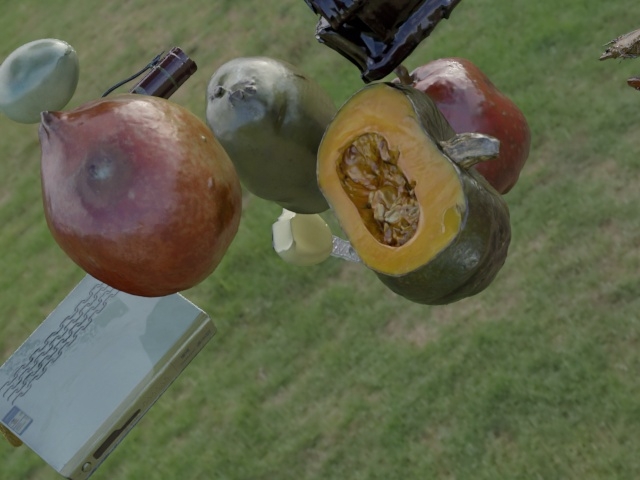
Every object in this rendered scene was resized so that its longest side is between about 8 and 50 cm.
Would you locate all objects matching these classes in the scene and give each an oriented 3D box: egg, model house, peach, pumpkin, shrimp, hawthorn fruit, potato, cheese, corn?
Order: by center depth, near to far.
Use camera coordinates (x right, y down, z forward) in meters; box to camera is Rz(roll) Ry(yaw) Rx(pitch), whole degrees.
[{"bbox_3d":[-0.218,-0.060,1.292,0.232,0.256,0.232,-33,40,33],"label":"peach"},{"bbox_3d":[0.131,-0.079,1.478,0.222,0.139,0.317,-41,53,23],"label":"pumpkin"},{"bbox_3d":[0.052,-0.441,1.529,0.317,0.282,0.297,-43,38,25],"label":"model house"},{"bbox_3d":[0.463,-0.255,1.626,0.045,0.095,0.162,-23,10,-29],"label":"shrimp"},{"bbox_3d":[-0.436,-0.247,1.751,0.152,0.114,0.114,-40,28,17],"label":"egg"},{"bbox_3d":[0.185,-0.154,1.782,0.275,0.300,0.275,-27,24,13],"label":"hawthorn fruit"},{"bbox_3d":[-0.498,0.302,1.810,0.028,0.083,0.027,-29,47,-13],"label":"corn"},{"bbox_3d":[-0.073,-0.191,2.004,0.221,0.326,0.243,-40,31,12],"label":"potato"},{"bbox_3d":[0.000,0.000,2.248,0.050,0.255,0.127,-19,68,34],"label":"cheese"}]

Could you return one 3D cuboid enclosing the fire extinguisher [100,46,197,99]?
[{"bbox_3d":[-0.232,-0.185,1.458,0.078,0.045,0.157,35,73,20],"label":"fire extinguisher"}]

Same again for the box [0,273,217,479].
[{"bbox_3d":[-0.292,0.155,1.464,0.211,0.045,0.270,31,71,26],"label":"box"}]
